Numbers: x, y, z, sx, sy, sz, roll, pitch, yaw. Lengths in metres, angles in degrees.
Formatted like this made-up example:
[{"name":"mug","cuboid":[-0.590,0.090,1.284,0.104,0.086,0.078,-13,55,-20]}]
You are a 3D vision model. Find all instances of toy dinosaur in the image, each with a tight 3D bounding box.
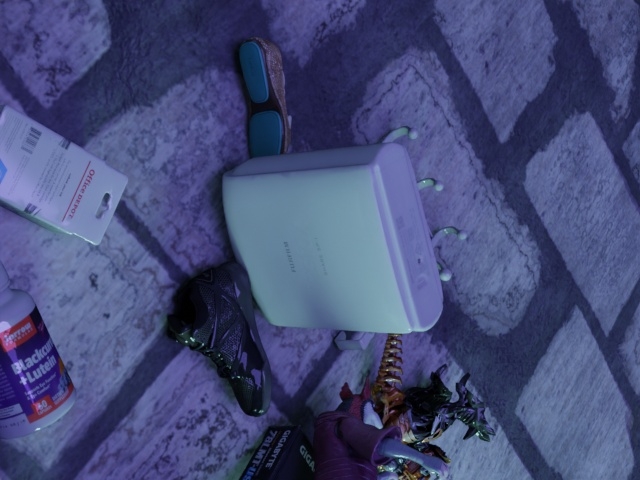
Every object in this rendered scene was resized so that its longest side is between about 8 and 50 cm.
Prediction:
[{"name":"toy dinosaur","cuboid":[0.160,0.314,1.492,0.218,0.164,0.322,-17,126,-23]}]

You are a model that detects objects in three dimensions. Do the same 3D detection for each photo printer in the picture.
[{"name":"photo printer","cuboid":[0.000,0.000,1.214,0.107,0.307,0.256,-33,115,-45]}]

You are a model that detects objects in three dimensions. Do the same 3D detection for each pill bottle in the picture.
[{"name":"pill bottle","cuboid":[-0.372,0.124,1.031,0.108,0.108,0.194,-33,114,-35]}]

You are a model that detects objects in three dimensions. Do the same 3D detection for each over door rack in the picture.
[{"name":"over door rack","cuboid":[0.108,-0.004,1.443,0.324,0.108,0.240,-44,119,-30]}]

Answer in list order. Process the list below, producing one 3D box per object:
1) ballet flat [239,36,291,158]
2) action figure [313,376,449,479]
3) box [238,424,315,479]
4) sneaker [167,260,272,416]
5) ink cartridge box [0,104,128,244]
[{"name":"ballet flat","cuboid":[-0.071,-0.198,1.302,0.067,0.073,0.206,-22,112,-53]},{"name":"action figure","cuboid":[0.026,0.371,1.284,0.275,0.248,0.370,8,52,-12]},{"name":"box","cuboid":[-0.050,0.483,1.311,0.293,0.073,0.296,-55,127,-44]},{"name":"sneaker","cuboid":[-0.147,0.155,1.248,0.130,0.087,0.228,-21,103,-36]},{"name":"ink cartridge box","cuboid":[-0.339,-0.075,1.078,0.180,0.060,0.104,33,71,-37]}]
